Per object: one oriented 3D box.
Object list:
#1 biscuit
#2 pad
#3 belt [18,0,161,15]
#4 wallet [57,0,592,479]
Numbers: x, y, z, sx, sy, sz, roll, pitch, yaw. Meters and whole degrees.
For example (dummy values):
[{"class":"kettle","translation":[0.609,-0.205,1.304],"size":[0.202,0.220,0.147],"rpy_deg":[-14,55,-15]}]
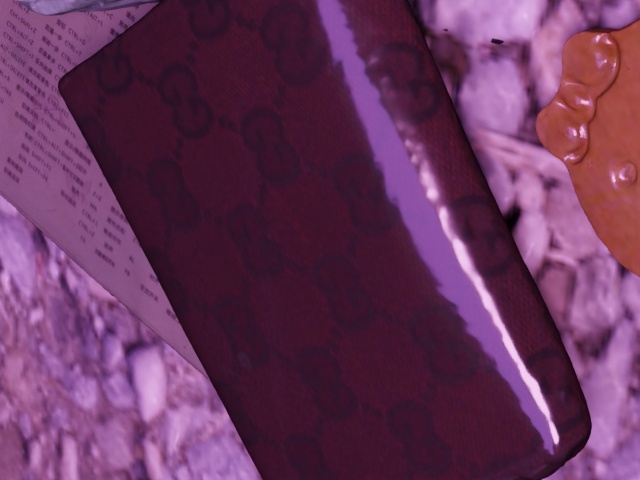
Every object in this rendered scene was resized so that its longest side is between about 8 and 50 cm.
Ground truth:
[{"class":"biscuit","translation":[0.152,-0.002,0.608],"size":[0.133,0.027,0.184],"rpy_deg":[-29,86,44]},{"class":"pad","translation":[-0.061,-0.026,0.791],"size":[0.265,0.009,0.160],"rpy_deg":[39,127,24]},{"class":"belt","translation":[-0.092,-0.152,0.723],"size":[0.151,0.079,0.121],"rpy_deg":[-34,78,40]},{"class":"wallet","translation":[0.000,0.000,0.710],"size":[0.182,0.049,0.229],"rpy_deg":[-27,87,43]}]
